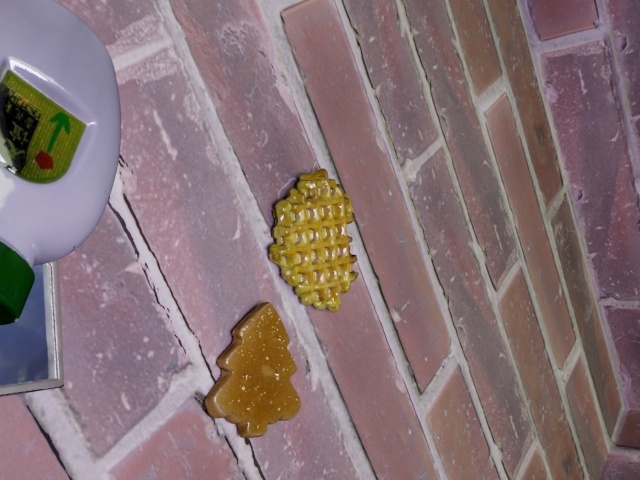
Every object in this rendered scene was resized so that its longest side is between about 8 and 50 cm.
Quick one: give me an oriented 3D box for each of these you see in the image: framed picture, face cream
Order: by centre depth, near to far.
[{"bbox_3d":[-0.384,-0.103,0.840,0.312,0.220,0.356,39,54,-43],"label":"face cream"},{"bbox_3d":[-0.441,0.106,0.911,0.260,0.023,0.188,2,82,-51],"label":"framed picture"}]

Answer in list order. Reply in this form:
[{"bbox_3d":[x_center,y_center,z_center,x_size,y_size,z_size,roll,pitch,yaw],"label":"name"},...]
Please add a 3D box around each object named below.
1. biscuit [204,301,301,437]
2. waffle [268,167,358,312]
[{"bbox_3d":[-0.112,0.227,1.296,0.212,0.041,0.238,17,73,-43],"label":"biscuit"},{"bbox_3d":[0.002,0.000,1.455,0.291,0.051,0.290,3,85,-50],"label":"waffle"}]
